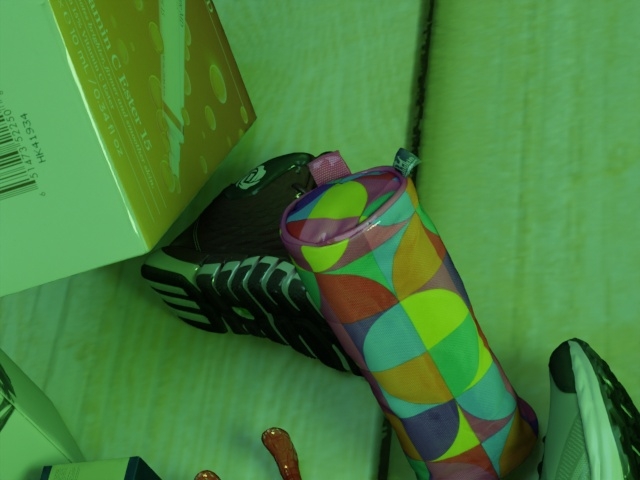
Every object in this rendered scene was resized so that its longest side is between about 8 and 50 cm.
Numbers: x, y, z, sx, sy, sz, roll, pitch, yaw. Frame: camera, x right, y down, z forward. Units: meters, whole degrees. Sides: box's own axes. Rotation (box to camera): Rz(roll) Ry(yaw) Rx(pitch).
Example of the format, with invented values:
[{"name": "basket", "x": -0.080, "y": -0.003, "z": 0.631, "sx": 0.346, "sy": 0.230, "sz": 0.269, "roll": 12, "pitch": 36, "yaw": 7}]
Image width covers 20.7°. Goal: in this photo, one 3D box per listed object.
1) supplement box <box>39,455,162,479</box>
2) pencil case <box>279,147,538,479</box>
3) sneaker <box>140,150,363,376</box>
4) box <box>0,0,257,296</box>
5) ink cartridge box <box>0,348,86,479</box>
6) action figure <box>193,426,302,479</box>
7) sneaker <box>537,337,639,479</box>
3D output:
[{"name": "supplement box", "x": -0.152, "y": 0.203, "z": 1.266, "sx": 0.083, "sy": 0.083, "sz": 0.056, "roll": -9, "pitch": 49, "yaw": 24}, {"name": "pencil case", "x": 0.060, "y": 0.056, "z": 1.156, "sx": 0.104, "sy": 0.236, "sz": 0.104, "roll": -22, "pitch": 25, "yaw": 11}, {"name": "sneaker", "x": 0.000, "y": 0.000, "z": 1.336, "sx": 0.281, "sy": 0.106, "sz": 0.162, "roll": 14, "pitch": 59, "yaw": 39}, {"name": "box", "x": -0.196, "y": -0.120, "z": 1.371, "sx": 0.168, "sy": 0.215, "sz": 0.345, "roll": -16, "pitch": 16, "yaw": 16}, {"name": "ink cartridge box", "x": -0.346, "y": 0.134, "z": 1.282, "sx": 0.223, "sy": 0.307, "sz": 0.129, "roll": -37, "pitch": 42, "yaw": -2}, {"name": "action figure", "x": -0.022, "y": 0.226, "z": 1.136, "sx": 0.091, "sy": 0.139, "sz": 0.280, "roll": -34, "pitch": 46, "yaw": 3}, {"name": "sneaker", "x": 0.160, "y": 0.177, "z": 1.092, "sx": 0.108, "sy": 0.100, "sz": 0.272, "roll": -20, "pitch": 46, "yaw": 23}]
